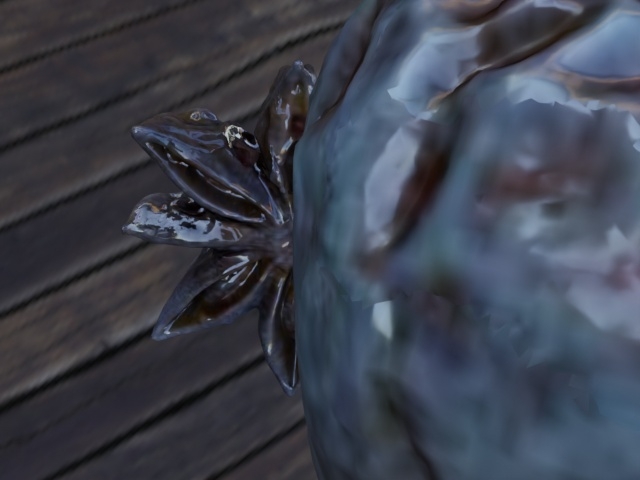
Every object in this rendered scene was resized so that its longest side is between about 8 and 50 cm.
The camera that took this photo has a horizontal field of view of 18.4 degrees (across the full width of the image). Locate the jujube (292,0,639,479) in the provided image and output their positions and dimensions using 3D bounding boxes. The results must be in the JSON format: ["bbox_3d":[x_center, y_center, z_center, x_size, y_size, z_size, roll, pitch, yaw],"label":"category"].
[{"bbox_3d":[0.150,0.019,0.448,0.226,0.317,0.226,5,90,-66],"label":"jujube"}]

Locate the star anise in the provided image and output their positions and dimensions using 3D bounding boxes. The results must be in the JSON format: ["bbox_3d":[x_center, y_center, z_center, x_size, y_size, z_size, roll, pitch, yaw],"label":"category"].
[{"bbox_3d":[-0.001,0.001,1.126,0.262,0.230,0.081,42,20,-21],"label":"star anise"}]
